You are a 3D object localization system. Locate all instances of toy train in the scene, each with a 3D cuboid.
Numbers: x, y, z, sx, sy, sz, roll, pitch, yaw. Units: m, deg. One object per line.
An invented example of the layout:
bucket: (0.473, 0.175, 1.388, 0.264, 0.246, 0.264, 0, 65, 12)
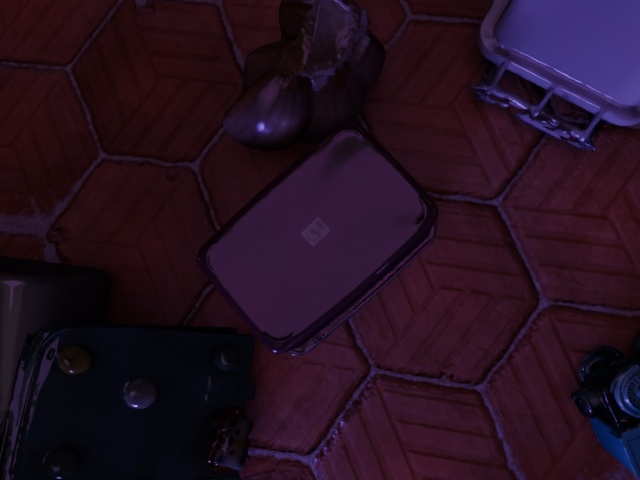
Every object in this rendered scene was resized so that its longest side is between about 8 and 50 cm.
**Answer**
toy train: (0.415, 0.193, 0.593, 0.198, 0.107, 0.154, -23, 91, 2)

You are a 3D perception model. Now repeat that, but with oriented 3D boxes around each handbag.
handbag: (-0.207, 0.226, 0.568, 0.274, 0.100, 0.269, 13, 76, -33)

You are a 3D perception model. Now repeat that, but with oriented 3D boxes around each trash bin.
trash bin: (0.337, -0.292, 0.508, 0.256, 0.367, 0.296, 32, 89, 6)

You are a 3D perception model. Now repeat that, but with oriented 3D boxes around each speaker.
speaker: (-0.509, 0.109, 0.645, 0.406, 0.183, 0.184, 6, 91, 6)

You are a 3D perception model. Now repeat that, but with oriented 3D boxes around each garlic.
garlic: (-0.017, -0.198, 0.630, 0.160, 0.191, 0.214, 24, 87, -20)

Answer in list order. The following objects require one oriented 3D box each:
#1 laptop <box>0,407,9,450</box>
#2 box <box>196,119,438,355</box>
laptop: (-0.310, 0.271, 0.615, 0.016, 0.197, 0.135, 21, 88, 42)
box: (0.000, 0.000, 0.614, 0.294, 0.167, 0.193, -42, 81, 0)
